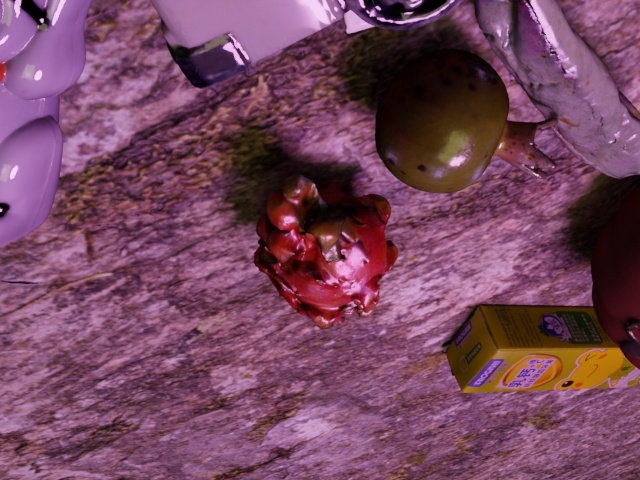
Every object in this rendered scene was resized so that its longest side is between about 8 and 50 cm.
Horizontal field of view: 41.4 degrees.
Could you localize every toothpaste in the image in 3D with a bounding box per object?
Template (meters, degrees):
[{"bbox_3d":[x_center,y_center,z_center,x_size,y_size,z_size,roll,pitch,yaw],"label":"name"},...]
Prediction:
[{"bbox_3d":[0.347,0.155,1.215,0.328,0.077,0.110,3,140,-24],"label":"toothpaste"}]

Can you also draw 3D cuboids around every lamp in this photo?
[{"bbox_3d":[0.462,0.046,0.958,0.303,0.257,0.303,19,138,18],"label":"lamp"}]

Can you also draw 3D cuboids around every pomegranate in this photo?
[{"bbox_3d":[0.126,-0.105,0.739,0.159,0.129,0.129,-5,146,13],"label":"pomegranate"}]

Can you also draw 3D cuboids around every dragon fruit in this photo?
[{"bbox_3d":[0.000,0.000,0.832,0.150,0.133,0.207,-18,147,8],"label":"dragon fruit"}]

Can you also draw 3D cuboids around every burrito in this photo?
[{"bbox_3d":[0.220,-0.142,0.756,0.309,0.096,0.066,33,95,-45],"label":"burrito"}]

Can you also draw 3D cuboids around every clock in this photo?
[{"bbox_3d":[-0.230,-0.136,0.553,0.189,0.189,0.254,11,130,-32],"label":"clock"}]

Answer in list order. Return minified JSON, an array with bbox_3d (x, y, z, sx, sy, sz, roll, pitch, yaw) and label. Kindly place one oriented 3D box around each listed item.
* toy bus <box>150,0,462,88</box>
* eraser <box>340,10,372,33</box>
[{"bbox_3d":[0.067,-0.286,0.418,0.440,0.209,0.249,-23,143,10],"label":"toy bus"},{"bbox_3d":[0.146,-0.244,0.617,0.298,0.076,0.078,-17,143,0],"label":"eraser"}]
